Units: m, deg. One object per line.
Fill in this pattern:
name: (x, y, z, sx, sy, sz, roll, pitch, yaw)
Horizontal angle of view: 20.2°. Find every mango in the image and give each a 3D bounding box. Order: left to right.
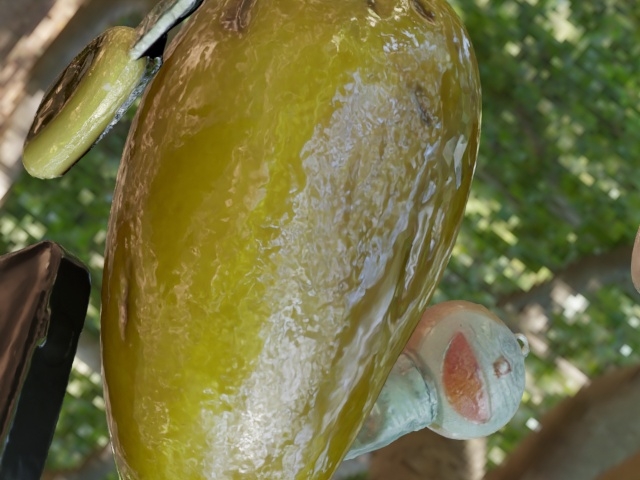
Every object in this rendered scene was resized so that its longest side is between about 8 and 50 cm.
mango: (-0.031, 0.012, 1.257, 0.301, 0.220, 0.445, 12, 95, -69)

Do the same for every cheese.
cheese: (-0.117, -0.103, 1.055, 0.162, 0.036, 0.086, -39, -158, 35)

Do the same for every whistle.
whistle: (0.125, 0.187, 2.259, 0.347, 0.189, 0.189, -20, 168, -22)

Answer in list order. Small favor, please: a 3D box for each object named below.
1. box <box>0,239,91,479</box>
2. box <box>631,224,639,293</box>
box: (-0.283, 0.155, 1.311, 0.289, 0.073, 0.290, -17, -128, 48)
box: (0.426, 0.018, 1.788, 0.291, 0.206, 0.262, 123, -11, -49)
